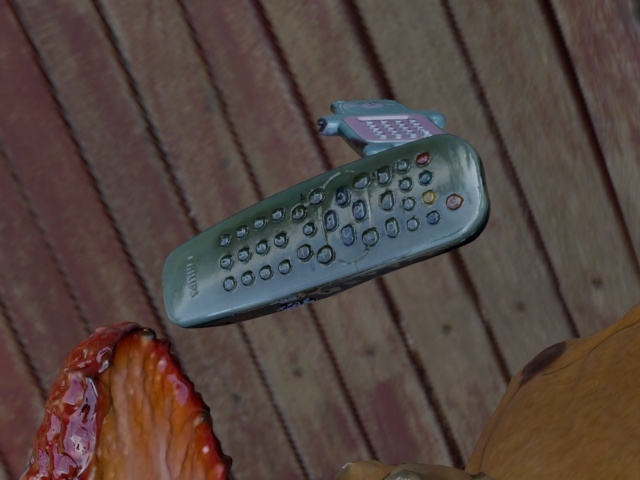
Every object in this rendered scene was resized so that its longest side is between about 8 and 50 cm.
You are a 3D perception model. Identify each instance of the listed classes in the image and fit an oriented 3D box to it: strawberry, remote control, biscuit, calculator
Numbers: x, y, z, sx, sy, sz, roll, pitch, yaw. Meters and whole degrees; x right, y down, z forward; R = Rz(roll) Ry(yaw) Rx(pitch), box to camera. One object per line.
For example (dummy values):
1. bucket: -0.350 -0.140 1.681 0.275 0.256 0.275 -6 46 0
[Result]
1. strawberry: -0.147 0.163 1.027 0.111 0.190 0.236 4 112 29
2. remote control: 0.000 0.000 0.946 0.222 0.042 0.072 -21 62 25
3. biscuit: 0.298 0.097 1.151 0.455 0.350 0.078 -33 109 15
4. calculator: 0.047 -0.079 1.107 0.094 0.141 0.019 -4 109 -13

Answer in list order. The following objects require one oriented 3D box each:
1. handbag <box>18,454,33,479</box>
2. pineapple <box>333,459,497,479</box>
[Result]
1. handbag: -0.207 0.321 1.609 0.251 0.190 0.193 29 109 -9
2. pineapple: -0.053 0.198 0.391 0.223 0.357 0.223 12 109 40
